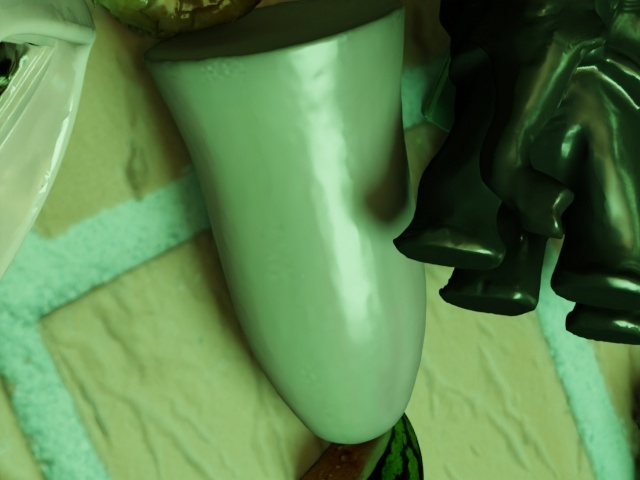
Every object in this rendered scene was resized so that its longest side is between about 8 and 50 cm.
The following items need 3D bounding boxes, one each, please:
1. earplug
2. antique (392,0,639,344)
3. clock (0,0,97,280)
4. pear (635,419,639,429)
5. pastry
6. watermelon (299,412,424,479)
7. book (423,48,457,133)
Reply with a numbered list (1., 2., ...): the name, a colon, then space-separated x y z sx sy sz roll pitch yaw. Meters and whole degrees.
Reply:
1. earplug: 0.000 0.000 0.986 0.172 0.172 0.301 -20 109 -23
2. antique: 0.161 -0.081 0.979 0.322 0.185 0.255 37 64 -69
3. clock: -0.289 -0.028 0.737 0.250 0.368 0.376 33 96 1
4. pear: 0.347 0.176 1.149 0.178 0.267 0.267 26 84 -7
5. pastry: -0.096 -0.207 0.955 0.153 0.081 0.153 -5 105 -19
6. watermelon: 0.029 0.189 1.071 0.094 0.125 0.135 -3 118 4
7. book: 0.148 -0.105 1.118 0.135 0.017 0.103 27 81 -26
